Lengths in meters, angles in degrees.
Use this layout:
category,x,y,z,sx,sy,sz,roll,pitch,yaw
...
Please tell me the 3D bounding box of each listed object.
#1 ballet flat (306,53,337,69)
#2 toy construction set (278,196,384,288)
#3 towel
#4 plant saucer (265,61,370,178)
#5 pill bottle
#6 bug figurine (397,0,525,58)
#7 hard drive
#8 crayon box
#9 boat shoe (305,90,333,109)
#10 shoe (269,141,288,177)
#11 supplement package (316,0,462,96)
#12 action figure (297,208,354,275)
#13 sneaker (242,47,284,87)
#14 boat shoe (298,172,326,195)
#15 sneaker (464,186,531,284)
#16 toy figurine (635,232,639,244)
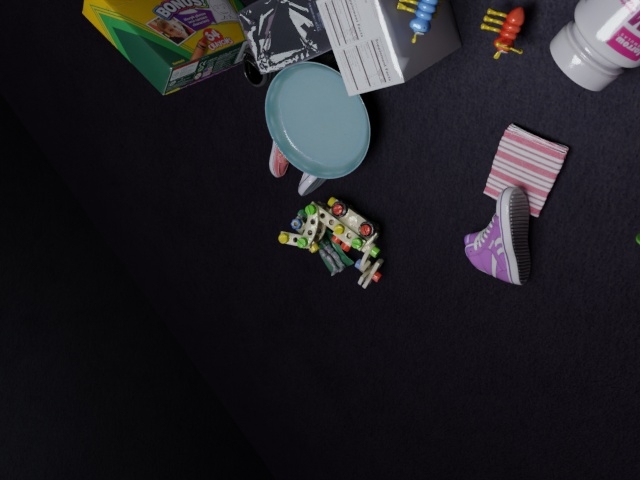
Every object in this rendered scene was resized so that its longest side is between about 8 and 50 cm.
category,x,y,z,sx,sy,sz,roll,pitch,yaw
ballet flat,-0.024,-0.449,1.547,0.173,0.049,0.058,-17,106,48
toy construction set,0.057,0.001,1.719,0.327,0.151,0.215,33,106,3
towel,0.465,-0.156,1.334,0.144,0.029,0.197,31,138,23
plant saucer,-0.004,-0.316,1.538,0.317,0.044,0.318,18,129,24
pill bottle,0.539,-0.398,0.982,0.160,0.160,0.283,46,140,6
bug figurine,0.296,-0.463,1.098,0.072,0.278,0.216,-115,34,-55
hard drive,-0.057,-0.528,1.426,0.254,0.054,0.172,-19,109,11
crayon box,-0.368,-0.574,1.530,0.313,0.363,0.106,46,139,6
boat shoe,-0.012,-0.391,1.568,0.184,0.063,0.066,3,121,34
shoe,-0.101,-0.256,1.750,0.081,0.063,0.178,32,132,28
supplement package,0.152,-0.450,1.220,0.145,0.262,0.204,-2,118,44
action figure,0.000,0.000,1.854,0.232,0.063,0.137,56,143,-1
sneaker,-0.122,-0.522,1.510,0.104,0.147,0.296,35,136,21
boat shoe,-0.004,-0.222,1.688,0.076,0.083,0.226,54,129,12
sneaker,0.413,-0.014,1.412,0.161,0.102,0.282,19,139,38
toy figurine,0.704,-0.077,1.123,0.173,0.130,0.159,-4,108,20
